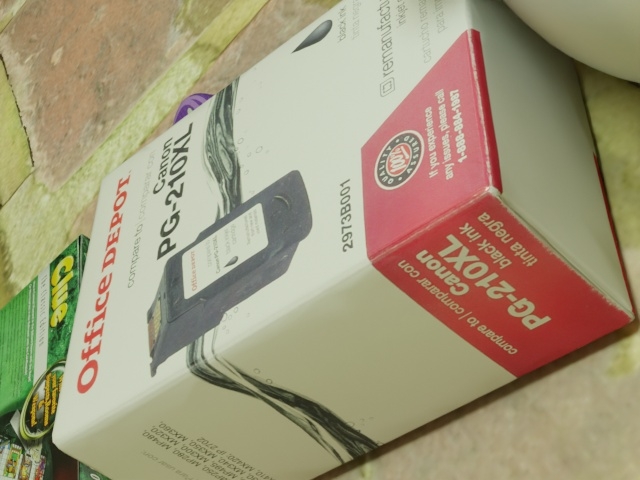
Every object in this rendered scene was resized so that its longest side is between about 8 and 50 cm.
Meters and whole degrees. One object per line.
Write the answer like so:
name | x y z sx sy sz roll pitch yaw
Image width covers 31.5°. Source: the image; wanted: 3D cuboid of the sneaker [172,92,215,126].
sneaker | -0.087 -0.028 0.671 0.068 0.071 0.170 -24 42 37

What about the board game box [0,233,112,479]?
board game box | -0.179 0.121 0.688 0.136 0.030 0.259 -41 35 21

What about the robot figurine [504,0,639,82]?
robot figurine | 0.132 -0.192 0.434 0.300 0.199 0.353 -11 40 1

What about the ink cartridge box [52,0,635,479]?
ink cartridge box | 0.000 0.000 0.509 0.237 0.100 0.172 -32 38 29
